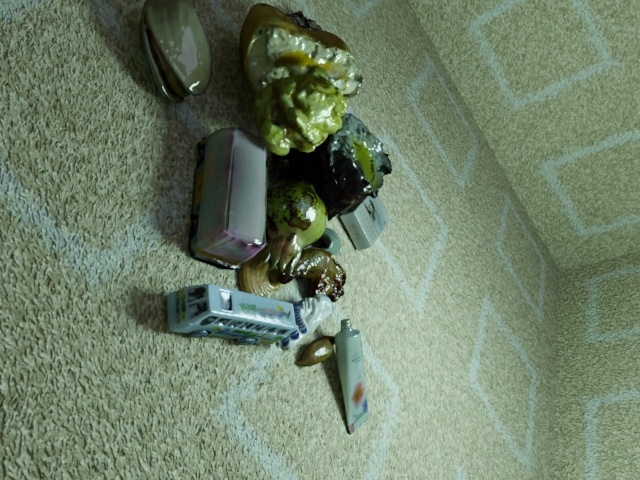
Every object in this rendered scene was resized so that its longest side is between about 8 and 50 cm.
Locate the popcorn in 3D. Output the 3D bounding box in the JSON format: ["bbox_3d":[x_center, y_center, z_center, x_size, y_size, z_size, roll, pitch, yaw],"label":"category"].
[{"bbox_3d":[-0.059,-0.361,1.589,0.235,0.250,0.241,48,12,-53],"label":"popcorn"}]

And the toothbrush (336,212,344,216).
[{"bbox_3d":[0.057,-0.091,2.028,0.167,0.011,0.014,-14,77,-55],"label":"toothbrush"}]

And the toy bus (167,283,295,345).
[{"bbox_3d":[-0.210,0.185,1.416,0.330,0.136,0.108,20,54,-48],"label":"toy bus"}]

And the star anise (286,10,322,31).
[{"bbox_3d":[-0.043,-0.781,2.190,0.214,0.099,0.220,56,36,-1],"label":"star anise"}]

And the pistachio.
[{"bbox_3d":[-0.387,-0.513,1.520,0.197,0.166,0.287,3,69,-68],"label":"pistachio"}]

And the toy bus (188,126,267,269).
[{"bbox_3d":[-0.232,-0.129,1.535,0.171,0.162,0.386,26,52,-43],"label":"toy bus"}]

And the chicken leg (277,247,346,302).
[{"bbox_3d":[-0.019,0.114,1.740,0.322,0.083,0.177,48,54,-47],"label":"chicken leg"}]

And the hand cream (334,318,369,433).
[{"bbox_3d":[0.100,0.403,1.742,0.124,0.078,0.340,-19,102,-57],"label":"hand cream"}]

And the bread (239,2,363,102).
[{"bbox_3d":[-0.089,-0.561,1.813,0.361,0.250,0.394,17,27,-23],"label":"bread"}]

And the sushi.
[{"bbox_3d":[0.029,-0.233,1.820,0.299,0.294,0.281,42,42,-32],"label":"sushi"}]

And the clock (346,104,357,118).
[{"bbox_3d":[0.048,-0.363,1.999,0.150,0.197,0.063,57,35,-15],"label":"clock"}]

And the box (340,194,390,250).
[{"bbox_3d":[0.170,-0.081,2.116,0.149,0.067,0.233,65,33,-16],"label":"box"}]

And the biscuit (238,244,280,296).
[{"bbox_3d":[-0.157,0.079,1.634,0.224,0.033,0.144,-26,94,-56],"label":"biscuit"}]

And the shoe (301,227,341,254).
[{"bbox_3d":[0.000,0.000,1.829,0.251,0.100,0.103,-7,78,-51],"label":"shoe"}]

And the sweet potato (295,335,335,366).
[{"bbox_3d":[0.010,0.319,1.703,0.226,0.068,0.068,-23,91,-56],"label":"sweet potato"}]

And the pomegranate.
[{"bbox_3d":[-0.077,-0.044,1.625,0.222,0.204,0.276,44,21,-45],"label":"pomegranate"}]

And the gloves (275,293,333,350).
[{"bbox_3d":[-0.052,0.231,1.629,0.229,0.097,0.119,-41,138,-48],"label":"gloves"}]
